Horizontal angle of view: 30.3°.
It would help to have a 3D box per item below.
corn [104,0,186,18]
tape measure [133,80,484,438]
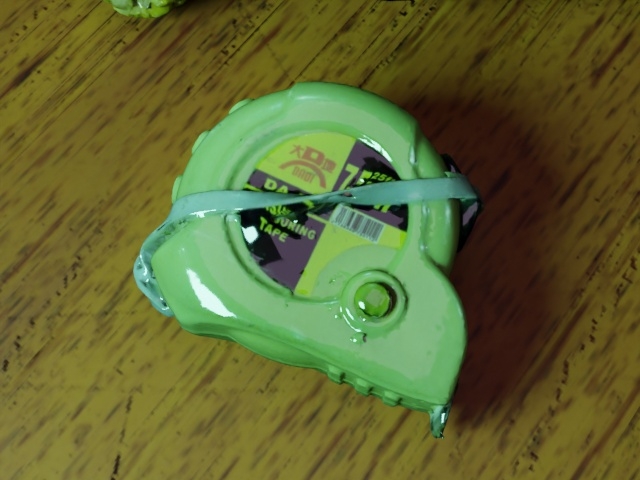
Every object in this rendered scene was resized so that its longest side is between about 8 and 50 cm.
[{"bbox_3d":[-0.047,-0.302,0.820,0.120,0.120,0.363,28,71,10],"label":"corn"},{"bbox_3d":[0.000,0.000,0.680,0.200,0.106,0.175,17,78,7],"label":"tape measure"}]
